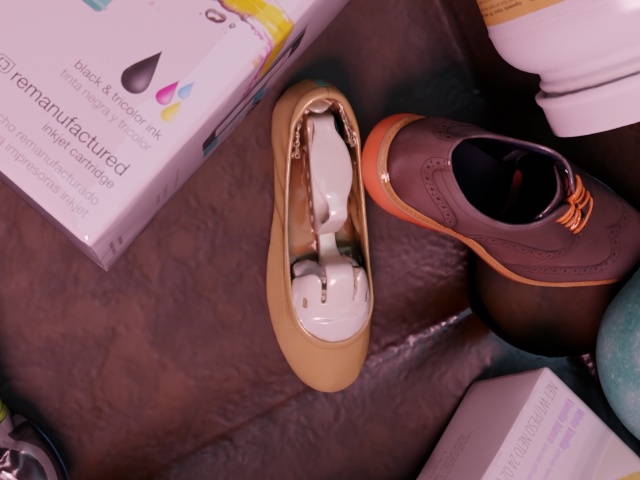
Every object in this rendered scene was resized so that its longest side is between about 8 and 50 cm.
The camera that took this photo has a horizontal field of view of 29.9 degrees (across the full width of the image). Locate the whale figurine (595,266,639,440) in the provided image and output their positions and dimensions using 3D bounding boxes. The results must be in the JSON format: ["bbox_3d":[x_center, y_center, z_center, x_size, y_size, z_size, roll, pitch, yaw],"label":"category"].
[{"bbox_3d":[0.292,0.031,0.899,0.141,0.216,0.272,13,90,20],"label":"whale figurine"}]

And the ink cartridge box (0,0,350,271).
[{"bbox_3d":[-0.119,-0.150,0.738,0.198,0.197,0.270,41,81,-2],"label":"ink cartridge box"}]

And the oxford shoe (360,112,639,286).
[{"bbox_3d":[0.161,-0.019,0.873,0.271,0.098,0.096,15,86,-32],"label":"oxford shoe"}]

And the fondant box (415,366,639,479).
[{"bbox_3d":[0.196,0.289,0.877,0.330,0.096,0.238,45,58,-14],"label":"fondant box"}]

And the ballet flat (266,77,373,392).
[{"bbox_3d":[0.000,0.000,0.859,0.080,0.073,0.232,-8,95,-15],"label":"ballet flat"}]

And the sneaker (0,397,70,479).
[{"bbox_3d":[-0.238,0.119,0.794,0.067,0.078,0.188,-38,103,-11],"label":"sneaker"}]

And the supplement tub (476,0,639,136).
[{"bbox_3d":[0.196,-0.252,0.821,0.228,0.228,0.316,-25,99,-13],"label":"supplement tub"}]
